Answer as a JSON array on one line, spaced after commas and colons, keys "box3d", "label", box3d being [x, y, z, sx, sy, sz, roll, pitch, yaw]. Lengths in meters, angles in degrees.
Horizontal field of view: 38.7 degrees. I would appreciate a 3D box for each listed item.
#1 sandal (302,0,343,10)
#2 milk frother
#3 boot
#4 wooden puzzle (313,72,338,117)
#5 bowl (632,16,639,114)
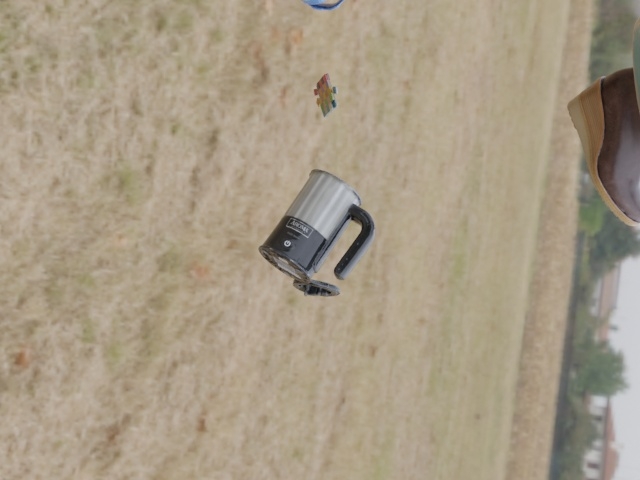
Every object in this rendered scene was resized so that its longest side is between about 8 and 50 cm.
[{"box3d": [0.001, -0.508, 1.498, 0.138, 0.126, 0.317, 50, 46, -65], "label": "sandal"}, {"box3d": [0.000, 0.000, 1.257, 0.134, 0.129, 0.143, -56, 180, -16], "label": "milk frother"}, {"box3d": [0.528, -0.162, 1.453, 0.090, 0.207, 0.248, -26, 92, -52], "label": "boot"}, {"box3d": [0.008, -0.206, 1.297, 0.083, 0.006, 0.049, 145, -70, -68], "label": "wooden puzzle"}, {"box3d": [0.515, -0.222, 1.211, 0.311, 0.163, 0.311, -7, 90, -78], "label": "bowl"}]
